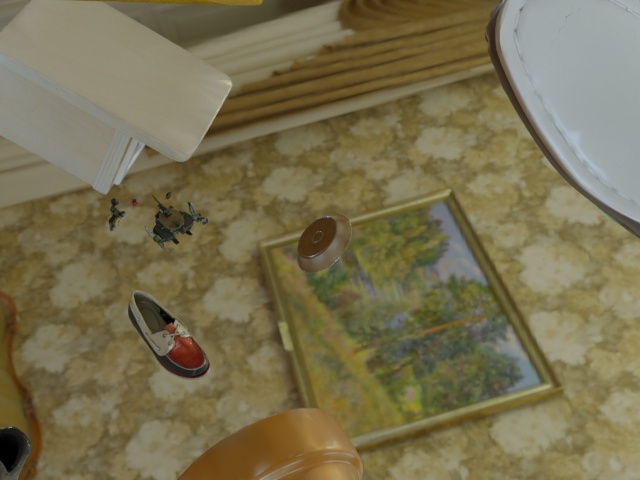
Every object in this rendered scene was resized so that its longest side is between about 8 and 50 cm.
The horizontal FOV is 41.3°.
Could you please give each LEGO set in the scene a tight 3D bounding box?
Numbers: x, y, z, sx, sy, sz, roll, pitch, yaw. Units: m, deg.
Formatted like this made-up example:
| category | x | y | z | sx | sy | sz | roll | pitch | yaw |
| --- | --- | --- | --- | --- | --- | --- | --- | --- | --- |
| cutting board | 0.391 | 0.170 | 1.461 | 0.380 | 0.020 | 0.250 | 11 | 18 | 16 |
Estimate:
| category | x | y | z | sx | sy | sz | roll | pitch | yaw |
| --- | --- | --- | --- | --- | --- | --- | --- | --- | --- |
| LEGO set | -0.138 | -0.016 | 0.720 | 0.023 | 0.083 | 0.054 | 111 | -2 | -59 |

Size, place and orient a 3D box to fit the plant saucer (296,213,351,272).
| category | x | y | z | sx | sy | sz | roll | pitch | yaw |
| --- | --- | --- | --- | --- | --- | --- | --- | --- | --- |
| plant saucer | 0.000 | 0.000 | 1.021 | 0.015 | 0.083 | 0.083 | 41 | 17 | -36 |

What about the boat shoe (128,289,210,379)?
| category | x | y | z | sx | sy | sz | roll | pitch | yaw |
| --- | --- | --- | --- | --- | --- | --- | --- | --- | --- |
| boat shoe | -0.177 | 0.108 | 0.981 | 0.137 | 0.049 | 0.043 | 39 | -39 | 32 |

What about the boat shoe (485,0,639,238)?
| category | x | y | z | sx | sy | sz | roll | pitch | yaw |
| --- | --- | --- | --- | --- | --- | --- | --- | --- | --- |
| boat shoe | 0.229 | -0.064 | 0.600 | 0.324 | 0.116 | 0.097 | 34 | 1 | -19 |

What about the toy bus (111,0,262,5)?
| category | x | y | z | sx | sy | sz | roll | pitch | yaw |
| --- | --- | --- | --- | --- | --- | --- | --- | --- | --- |
| toy bus | -0.142 | -0.257 | 0.648 | 0.108 | 0.333 | 0.130 | 67 | 25 | -85 |

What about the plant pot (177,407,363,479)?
| category | x | y | z | sx | sy | sz | roll | pitch | yaw |
| --- | --- | --- | --- | --- | --- | --- | --- | --- | --- |
| plant pot | -0.022 | 0.301 | 0.822 | 0.188 | 0.205 | 0.205 | 52 | -18 | 35 |

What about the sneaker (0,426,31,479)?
| category | x | y | z | sx | sy | sz | roll | pitch | yaw |
| --- | --- | --- | --- | --- | --- | --- | --- | --- | --- |
| sneaker | -0.664 | 0.377 | 1.428 | 0.185 | 0.202 | 0.483 | 37 | 0 | 14 |

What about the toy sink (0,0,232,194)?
| category | x | y | z | sx | sy | sz | roll | pitch | yaw |
| --- | --- | --- | --- | --- | --- | --- | --- | --- | --- |
| toy sink | -0.244 | -0.158 | 0.966 | 0.131 | 0.234 | 0.152 | -51 | -166 | 47 |
